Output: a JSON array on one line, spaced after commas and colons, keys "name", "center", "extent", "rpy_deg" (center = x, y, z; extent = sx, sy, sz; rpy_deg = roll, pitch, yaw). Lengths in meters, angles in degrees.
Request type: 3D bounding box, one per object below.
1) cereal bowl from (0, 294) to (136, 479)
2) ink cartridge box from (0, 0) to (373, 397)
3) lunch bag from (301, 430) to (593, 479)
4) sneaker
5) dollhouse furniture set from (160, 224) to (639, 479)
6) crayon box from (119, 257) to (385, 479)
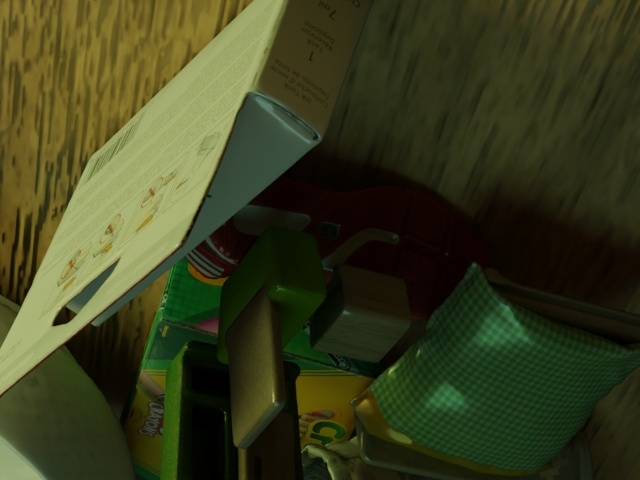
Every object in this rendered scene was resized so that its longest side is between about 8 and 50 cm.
[{"name": "cereal bowl", "center": [-0.281, 0.136, 1.443], "extent": [0.339, 0.141, 0.339], "rpy_deg": [21, 142, 17]}, {"name": "ink cartridge box", "center": [-0.092, -0.016, 1.133], "extent": [0.060, 0.239, 0.275], "rpy_deg": [33, 139, -18]}, {"name": "lunch bag", "center": [0.081, 0.269, 1.441], "extent": [0.235, 0.287, 0.169], "rpy_deg": [-2, -165, -28]}, {"name": "sneaker", "center": [0.000, 0.000, 1.294], "extent": [0.221, 0.087, 0.128], "rpy_deg": [19, 171, -26]}, {"name": "dollhouse furniture set", "center": [0.067, 0.128, 1.233], "extent": [0.302, 0.151, 0.197], "rpy_deg": [14, 140, -23]}, {"name": "crayon box", "center": [-0.061, 0.121, 1.444], "extent": [0.165, 0.081, 0.278], "rpy_deg": [15, 144, -6]}]
